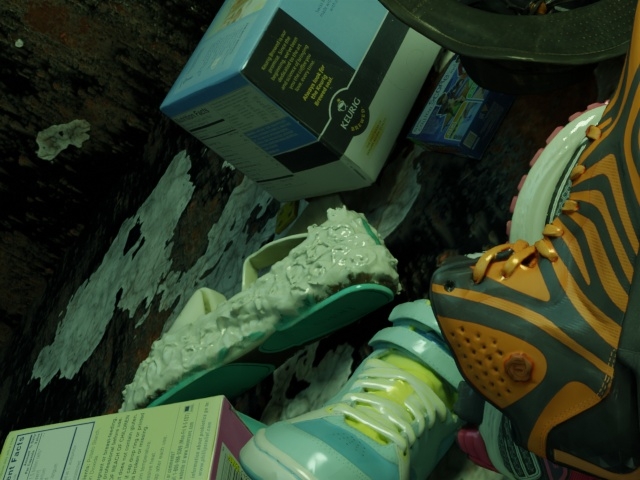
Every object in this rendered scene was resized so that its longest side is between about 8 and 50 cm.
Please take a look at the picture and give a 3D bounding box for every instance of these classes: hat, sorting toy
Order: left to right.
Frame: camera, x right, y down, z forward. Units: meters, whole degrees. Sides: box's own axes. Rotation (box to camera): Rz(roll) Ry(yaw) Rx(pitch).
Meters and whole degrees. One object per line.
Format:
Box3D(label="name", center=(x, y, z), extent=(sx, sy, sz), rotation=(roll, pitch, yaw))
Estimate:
Box3D(label="sorting toy", center=(0.000, 0.000, 1.299), extent=(0.132, 0.046, 0.274), rotation=(-53, 24, 15))
Box3D(label="hat", center=(0.199, -0.236, 1.001), extent=(0.134, 0.331, 0.331), rotation=(84, -168, -48))

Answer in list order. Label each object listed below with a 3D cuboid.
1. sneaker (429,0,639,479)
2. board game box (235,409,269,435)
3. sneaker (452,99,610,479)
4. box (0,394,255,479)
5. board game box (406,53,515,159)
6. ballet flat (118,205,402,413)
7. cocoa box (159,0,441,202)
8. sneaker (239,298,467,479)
Box3D(label="sneaker", center=(0.160, -0.012, 0.625), extent=(0.180, 0.125, 0.321), rotation=(5, 89, 35))
Box3D(label="board game box", center=(-0.190, 0.392, 1.167), extent=(0.254, 0.079, 0.336), rotation=(-37, 31, 42))
Box3D(label="sneaker", center=(0.205, 0.042, 0.744), extent=(0.112, 0.121, 0.299), rotation=(13, 87, 50))
Box3D(label="box", center=(-0.162, 0.273, 0.960), extent=(0.243, 0.213, 0.117), rotation=(-12, 44, 19))
Box3D(label="board game box", center=(0.190, -0.194, 1.158), extent=(0.201, 0.035, 0.136), rotation=(-60, 23, -1))
Box3D(label="ballet flat", center=(-0.082, 0.094, 1.172), extent=(0.409, 0.147, 0.147), rotation=(-32, 32, 23))
Box3D(label="cocoa box", center=(-0.003, -0.260, 1.299), extent=(0.231, 0.228, 0.347), rotation=(-9, 49, 56))
Box3D(label="sneaker", center=(0.055, 0.125, 0.786), extent=(0.208, 0.127, 0.319), rotation=(-54, -13, -1))
